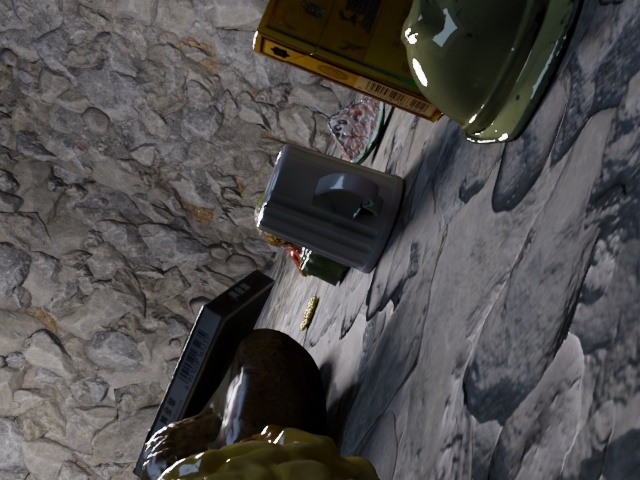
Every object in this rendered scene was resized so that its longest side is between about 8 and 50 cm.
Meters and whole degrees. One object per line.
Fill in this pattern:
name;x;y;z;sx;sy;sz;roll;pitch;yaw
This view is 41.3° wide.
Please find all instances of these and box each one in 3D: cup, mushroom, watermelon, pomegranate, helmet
cup;0.020;-0.073;1.351;0.221;0.201;0.167;116;171;-46
mushroom;-0.105;0.303;1.209;0.345;0.239;0.345;-46;2;2
watermelon;0.083;-0.256;1.916;0.071;0.139;0.187;23;-93;-62
pomegranate;-0.050;-0.031;2.067;0.214;0.214;0.248;-148;46;-84
helmet;0.157;-0.216;0.903;0.257;0.137;0.204;-92;24;-76

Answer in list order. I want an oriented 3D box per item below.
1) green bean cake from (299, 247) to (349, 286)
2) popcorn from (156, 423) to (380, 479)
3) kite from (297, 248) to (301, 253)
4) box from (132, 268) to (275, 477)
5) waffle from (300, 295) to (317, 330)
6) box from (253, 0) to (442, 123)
green bean cake;0.032;-0.029;1.635;0.181;0.094;0.173;119;171;-50
popcorn;-0.058;0.306;0.654;0.265;0.225;0.332;124;156;-44
kite;0.000;0.000;1.755;0.160;0.010;0.183;57;-139;-46
box;-0.180;0.210;1.319;0.325;0.047;0.180;-64;-11;24
waffle;-0.026;0.161;1.878;0.078;0.016;0.085;123;167;-65
box;0.072;-0.324;1.275;0.084;0.301;0.193;124;166;-75
